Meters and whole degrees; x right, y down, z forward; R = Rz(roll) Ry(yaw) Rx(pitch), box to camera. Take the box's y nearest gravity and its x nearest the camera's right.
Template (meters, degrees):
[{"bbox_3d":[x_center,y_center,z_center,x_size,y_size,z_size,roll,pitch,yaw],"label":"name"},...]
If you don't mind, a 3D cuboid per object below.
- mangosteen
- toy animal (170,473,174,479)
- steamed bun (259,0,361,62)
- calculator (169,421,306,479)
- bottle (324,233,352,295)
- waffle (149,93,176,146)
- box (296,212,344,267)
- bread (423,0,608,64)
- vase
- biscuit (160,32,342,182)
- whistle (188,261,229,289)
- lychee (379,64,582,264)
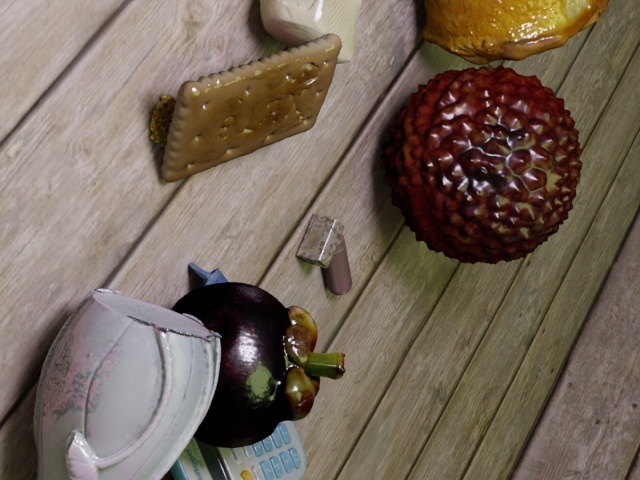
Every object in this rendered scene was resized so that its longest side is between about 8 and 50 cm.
[{"bbox_3d":[-0.110,0.201,1.937,0.275,0.302,0.275,0,90,-88],"label":"mangosteen"},{"bbox_3d":[-0.199,0.452,2.131,0.185,0.122,0.298,50,52,-60],"label":"toy animal"},{"bbox_3d":[-0.023,-0.398,2.035,0.238,0.152,0.170,25,76,-75],"label":"steamed bun"},{"bbox_3d":[-0.154,0.349,2.082,0.386,0.054,0.256,-12,74,-56],"label":"calculator"},{"bbox_3d":[0.031,0.045,2.403,0.053,0.053,0.140,-49,141,-38],"label":"bottle"},{"bbox_3d":[-0.240,-0.187,1.880,0.085,0.016,0.078,37,75,-58],"label":"waffle"},{"bbox_3d":[0.000,0.000,2.322,0.045,0.062,0.098,42,68,-56],"label":"box"},{"bbox_3d":[0.394,-0.519,2.462,0.398,0.398,0.215,-48,132,-39],"label":"bread"},{"bbox_3d":[-0.322,0.305,1.739,0.250,0.250,0.446,15,98,-60],"label":"vase"},{"bbox_3d":[-0.107,-0.211,1.914,0.324,0.044,0.217,-24,149,-35],"label":"biscuit"},{"bbox_3d":[-0.156,0.134,2.121,0.062,0.062,0.304,-62,148,-22],"label":"whistle"},{"bbox_3d":[0.354,-0.152,2.499,0.500,0.424,0.425,20,85,-44],"label":"lychee"}]
